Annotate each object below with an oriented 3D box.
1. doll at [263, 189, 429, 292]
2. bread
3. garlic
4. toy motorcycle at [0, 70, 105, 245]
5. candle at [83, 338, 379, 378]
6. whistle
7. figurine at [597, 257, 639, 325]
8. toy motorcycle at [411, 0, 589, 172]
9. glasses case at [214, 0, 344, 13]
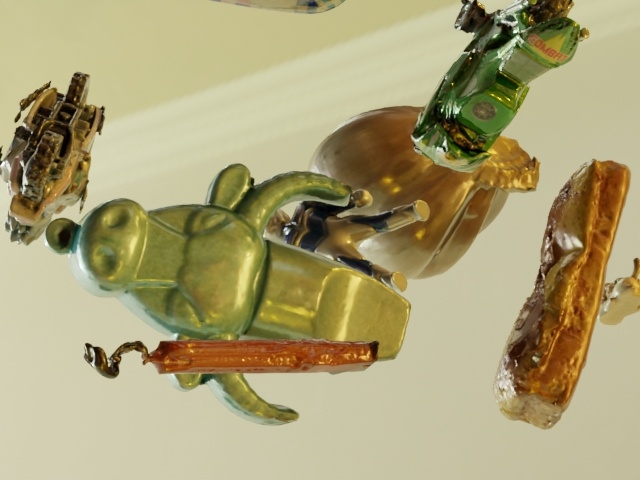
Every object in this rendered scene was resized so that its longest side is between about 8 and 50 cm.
[{"bbox_3d":[0.000,0.000,1.559,0.227,0.057,0.114,5,-105,42],"label":"doll"},{"bbox_3d":[0.243,0.050,1.538,0.077,0.139,0.271,19,-110,5],"label":"bread"},{"bbox_3d":[0.109,-0.059,1.898,0.292,0.210,0.237,-34,172,29],"label":"garlic"},{"bbox_3d":[-0.307,-0.064,1.721,0.204,0.108,0.239,-65,173,26],"label":"toy motorcycle"},{"bbox_3d":[-0.047,0.062,0.815,0.026,0.167,0.021,1,-91,60],"label":"candle"},{"bbox_3d":[-0.066,0.031,1.113,0.093,0.274,0.186,157,-53,-71],"label":"whistle"},{"bbox_3d":[0.361,0.062,1.850,0.083,0.047,0.050,-47,-151,43],"label":"figurine"},{"bbox_3d":[0.119,-0.114,1.094,0.190,0.074,0.106,-49,-161,37],"label":"toy motorcycle"},{"bbox_3d":[-0.121,-0.293,1.437,0.327,0.125,0.076,11,-144,-2],"label":"glasses case"}]
